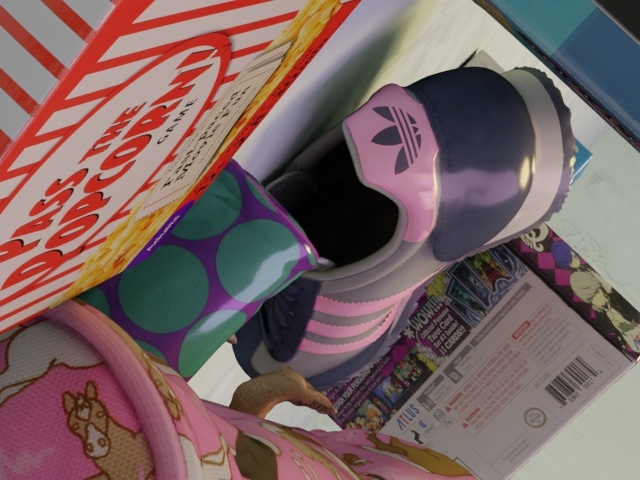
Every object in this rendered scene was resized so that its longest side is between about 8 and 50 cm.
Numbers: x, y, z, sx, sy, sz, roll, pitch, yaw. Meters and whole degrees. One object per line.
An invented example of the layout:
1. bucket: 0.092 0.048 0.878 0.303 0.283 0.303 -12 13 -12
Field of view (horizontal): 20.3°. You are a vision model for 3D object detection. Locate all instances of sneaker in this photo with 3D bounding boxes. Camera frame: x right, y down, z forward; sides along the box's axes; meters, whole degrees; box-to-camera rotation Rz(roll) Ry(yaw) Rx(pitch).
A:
1. sneaker: 0.000 0.000 0.983 0.131 0.112 0.319 -6 155 -33

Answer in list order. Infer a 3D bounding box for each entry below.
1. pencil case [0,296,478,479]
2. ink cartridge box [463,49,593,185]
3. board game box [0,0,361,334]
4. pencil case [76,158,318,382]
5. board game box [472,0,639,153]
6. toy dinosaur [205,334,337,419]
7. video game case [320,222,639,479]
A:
1. pencil case: -0.040 0.131 0.696 0.386 0.167 0.160 32 77 -64
2. ink cartridge box: 0.079 -0.023 1.179 0.181 0.104 0.061 -45 173 -9
3. board game box: -0.064 -0.037 0.484 0.147 0.045 0.193 -49 172 25
4. pencil case: -0.072 0.036 0.785 0.152 0.064 0.070 -45 157 -8
5. board game box: 0.265 -0.166 0.836 0.336 0.254 0.079 -47 172 4
6. toy dinosaur: -0.102 0.129 0.951 0.200 0.127 0.295 -37 166 -13
7. video game case: 0.068 0.052 1.115 0.042 0.210 0.232 -40 171 -42
